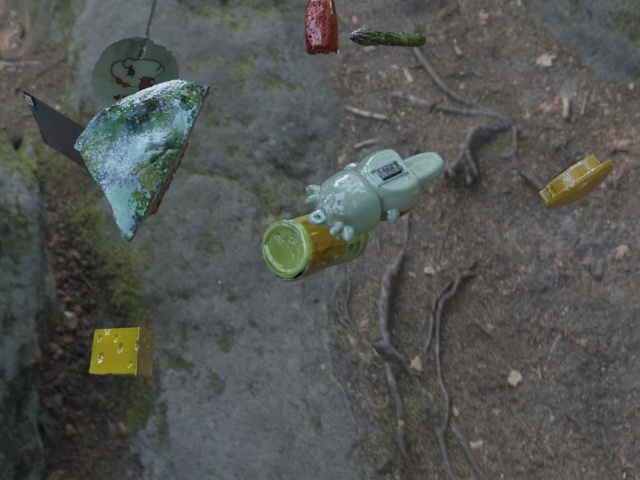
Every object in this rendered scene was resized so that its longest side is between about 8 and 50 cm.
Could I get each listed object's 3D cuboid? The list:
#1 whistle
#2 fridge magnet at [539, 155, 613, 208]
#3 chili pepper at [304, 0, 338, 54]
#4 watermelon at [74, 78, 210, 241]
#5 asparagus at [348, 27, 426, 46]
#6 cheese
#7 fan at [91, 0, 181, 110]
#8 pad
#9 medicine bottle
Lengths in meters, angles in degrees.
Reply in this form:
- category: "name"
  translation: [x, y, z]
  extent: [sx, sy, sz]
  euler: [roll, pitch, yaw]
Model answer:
- category: "whistle"
  translation: [0.082, -0.074, 1.033]
  extent: [0.253, 0.101, 0.106]
  euler: [-28, 9, -29]
- category: "fridge magnet"
  translation: [0.468, -0.107, 1.307]
  extent: [0.143, 0.143, 0.063]
  euler: [-33, 79, -4]
- category: "chili pepper"
  translation: [0.000, -0.470, 1.550]
  extent: [0.073, 0.070, 0.123]
  euler: [5, 97, 54]
- category: "watermelon"
  translation: [-0.163, -0.092, 0.669]
  extent: [0.101, 0.080, 0.155]
  euler: [36, 96, 2]
- category: "asparagus"
  translation: [0.116, -0.354, 1.248]
  extent: [0.165, 0.030, 0.036]
  euler: [-7, 40, -33]
- category: "cheese"
  translation: [-0.373, 0.218, 1.388]
  extent: [0.126, 0.171, 0.093]
  euler: [9, 77, -21]
- category: "fan"
  translation: [-0.365, -0.398, 1.473]
  extent: [0.191, 0.329, 0.009]
  euler: [0, 32, -34]
- category: "pad"
  translation: [-0.334, -0.129, 1.004]
  extent: [0.193, 0.116, 0.004]
  euler: [31, 61, 13]
- category: "medicine bottle"
  translation: [0.000, 0.000, 1.419]
  extent: [0.124, 0.124, 0.239]
  euler: [24, 25, 31]
